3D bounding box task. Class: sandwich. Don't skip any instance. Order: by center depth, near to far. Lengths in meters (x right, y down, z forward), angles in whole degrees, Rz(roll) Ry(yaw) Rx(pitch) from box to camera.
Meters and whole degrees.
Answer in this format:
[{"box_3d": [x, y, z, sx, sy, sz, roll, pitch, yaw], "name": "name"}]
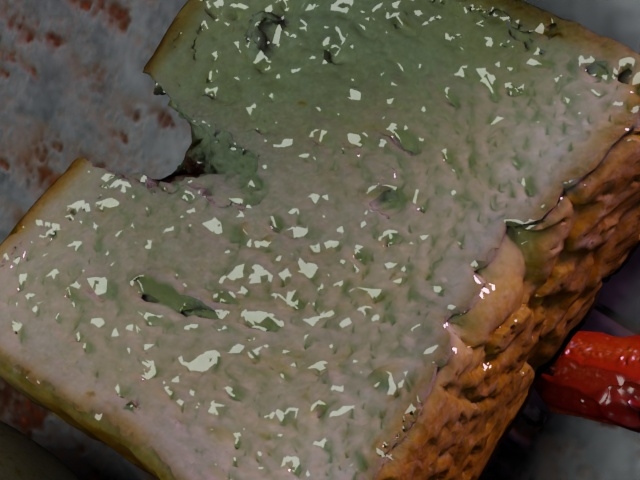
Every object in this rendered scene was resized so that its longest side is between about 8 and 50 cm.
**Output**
[{"box_3d": [-0.001, -0.001, 0.783, 0.249, 0.095, 0.273, 31, 81, 30], "name": "sandwich"}]

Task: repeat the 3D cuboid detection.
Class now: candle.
[{"box_3d": [0.139, 0.065, 0.774, 0.162, 0.048, 0.053, 9, 56, 39], "name": "candle"}]

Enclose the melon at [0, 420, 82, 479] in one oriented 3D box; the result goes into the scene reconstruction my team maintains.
[{"box_3d": [-0.229, 0.212, 0.899, 0.330, 0.268, 0.268, 25, 100, 45], "name": "melon"}]
